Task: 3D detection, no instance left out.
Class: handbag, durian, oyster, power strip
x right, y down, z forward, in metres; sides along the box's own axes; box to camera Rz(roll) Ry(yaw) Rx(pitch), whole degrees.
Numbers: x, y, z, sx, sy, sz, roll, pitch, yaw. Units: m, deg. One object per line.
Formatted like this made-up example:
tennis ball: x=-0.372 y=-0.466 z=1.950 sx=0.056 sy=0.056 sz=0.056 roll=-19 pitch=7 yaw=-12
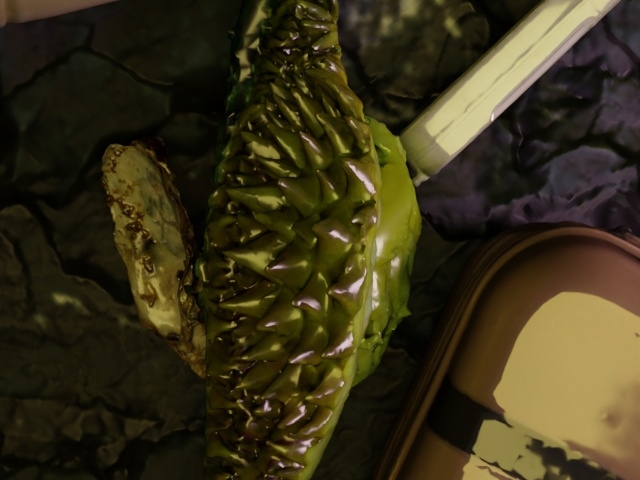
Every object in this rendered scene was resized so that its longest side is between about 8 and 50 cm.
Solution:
handbag: x=0.165 y=0.162 z=0.793 sx=0.302 sy=0.149 sz=0.283 roll=29 pitch=97 yaw=-7
durian: x=-0.007 y=-0.001 z=0.769 sx=0.106 sy=0.132 sz=0.375 roll=6 pitch=84 yaw=21
oyster: x=-0.081 y=0.008 z=0.813 sx=0.029 sy=0.086 sz=0.132 roll=-23 pitch=136 yaw=-28
power strip: x=0.109 y=-0.100 z=0.804 sx=0.191 sy=0.047 sz=0.030 roll=-44 pitch=90 yaw=4

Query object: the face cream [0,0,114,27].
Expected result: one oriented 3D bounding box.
face cream: x=-0.046 y=-0.173 z=0.714 sx=0.341 sy=0.084 sz=0.137 roll=-20 pitch=88 yaw=-15
